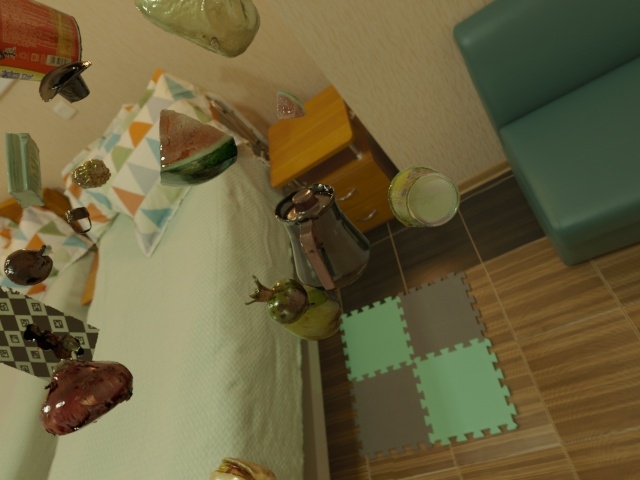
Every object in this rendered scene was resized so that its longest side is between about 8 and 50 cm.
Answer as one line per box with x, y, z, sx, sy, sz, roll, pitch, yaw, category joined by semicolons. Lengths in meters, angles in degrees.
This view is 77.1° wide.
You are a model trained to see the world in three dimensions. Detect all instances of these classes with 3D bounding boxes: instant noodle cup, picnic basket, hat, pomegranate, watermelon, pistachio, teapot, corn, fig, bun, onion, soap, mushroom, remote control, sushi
0.414;-0.169;1.579;0.264;0.264;0.200;-47;8;5;instant noodle cup
-0.778;-0.064;1.302;0.072;0.083;0.072;-15;11;3;picnic basket
-0.462;-0.289;0.746;0.121;0.050;0.121;-12;51;15;hat
-0.676;-0.462;0.928;0.213;0.174;0.213;5;98;38;instant noodle cup
-0.133;0.185;1.315;0.156;0.220;0.156;-32;36;27;pomegranate
-0.088;-0.360;1.073;0.085;0.092;0.072;0;61;41;watermelon
-0.446;-0.255;1.305;0.319;0.292;0.222;29;66;6;watermelon
-0.204;0.653;1.064;0.201;0.145;0.117;-5;29;29;pistachio
0.000;0.000;1.472;0.306;0.361;0.376;-21;30;14;teapot
-0.748;-0.209;1.300;0.288;0.086;0.086;3;65;50;corn
-0.047;0.296;1.662;0.239;0.271;0.239;178;90;-70;fig
-0.248;-0.505;0.862;0.160;0.259;0.259;-61;39;21;bun
-0.500;0.314;0.845;0.184;0.147;0.184;-23;17;8;onion
-0.870;-0.208;1.183;0.114;0.063;0.198;129;127;-64;soap
-0.861;0.076;1.184;0.052;0.123;0.123;132;153;-60;mushroom
-0.775;0.031;1.130;0.096;0.014;0.039;-3;61;66;remote control
-0.756;0.271;1.119;0.050;0.290;0.264;-71;5;-70;sushi
